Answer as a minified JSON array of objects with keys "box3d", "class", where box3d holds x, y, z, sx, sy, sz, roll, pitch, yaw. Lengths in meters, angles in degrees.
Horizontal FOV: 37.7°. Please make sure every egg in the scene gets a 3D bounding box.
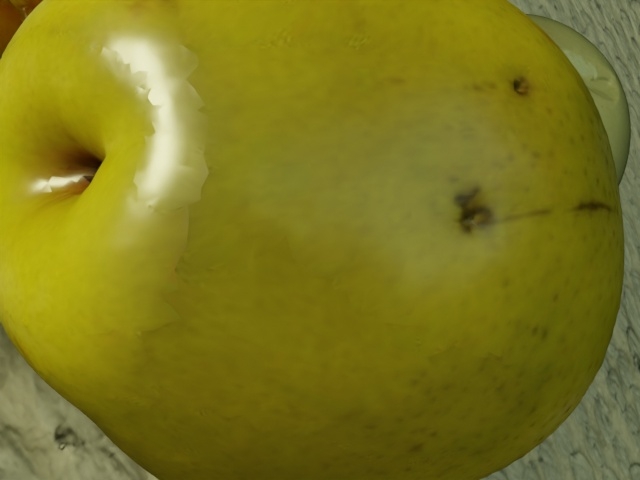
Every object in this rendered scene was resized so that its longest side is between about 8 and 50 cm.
[{"box3d":[0.208,-0.113,0.975,0.219,0.219,0.269,24,58,-41],"class":"egg"}]

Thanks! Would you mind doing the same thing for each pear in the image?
[{"box3d":[0.000,0.000,0.589,0.418,0.363,0.362,17,63,-48],"class":"pear"}]

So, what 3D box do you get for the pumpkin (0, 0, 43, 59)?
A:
[{"box3d":[-0.205,-0.255,0.544,0.280,0.190,0.139,47,14,13],"class":"pumpkin"}]
